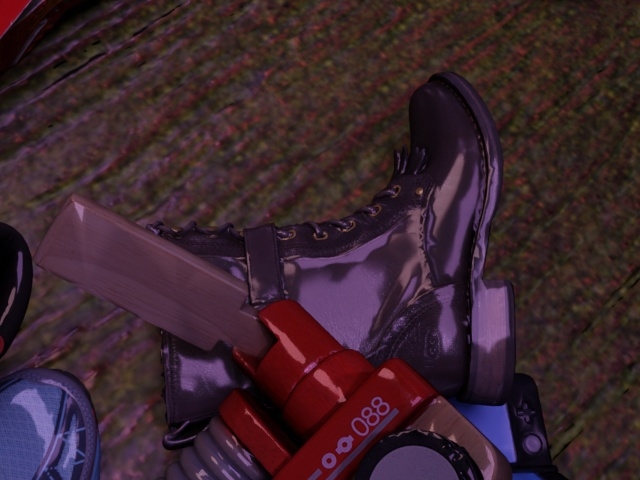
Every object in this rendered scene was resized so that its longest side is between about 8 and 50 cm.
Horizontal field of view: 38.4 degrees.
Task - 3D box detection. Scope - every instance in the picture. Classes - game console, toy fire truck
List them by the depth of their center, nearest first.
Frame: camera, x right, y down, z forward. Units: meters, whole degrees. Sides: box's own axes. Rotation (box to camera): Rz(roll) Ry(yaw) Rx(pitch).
[{"bbox_3d":[-0.058,0.113,0.471,0.217,0.158,0.246,-46,63,0],"label":"toy fire truck"},{"bbox_3d":[0.098,0.126,0.569,0.122,0.071,0.107,1,64,-14],"label":"game console"}]

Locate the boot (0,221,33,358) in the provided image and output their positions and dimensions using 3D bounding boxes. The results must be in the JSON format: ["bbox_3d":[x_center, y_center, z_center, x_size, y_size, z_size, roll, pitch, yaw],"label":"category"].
[{"bbox_3d":[-0.242,0.090,0.441,0.088,0.176,0.244,49,54,-35],"label":"boot"}]

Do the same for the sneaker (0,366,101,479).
[{"bbox_3d":[-0.195,0.167,0.445,0.104,0.125,0.262,32,61,3],"label":"sneaker"}]

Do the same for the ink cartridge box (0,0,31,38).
[{"bbox_3d":[-0.289,-0.285,0.616,0.271,0.130,0.310,18,60,10],"label":"ink cartridge box"}]

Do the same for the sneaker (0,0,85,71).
[{"bbox_3d":[-0.198,-0.195,0.660,0.067,0.064,0.175,42,62,5],"label":"sneaker"}]

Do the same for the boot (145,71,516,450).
[{"bbox_3d":[0.000,0.000,0.593,0.228,0.091,0.263,0,62,-3],"label":"boot"}]
